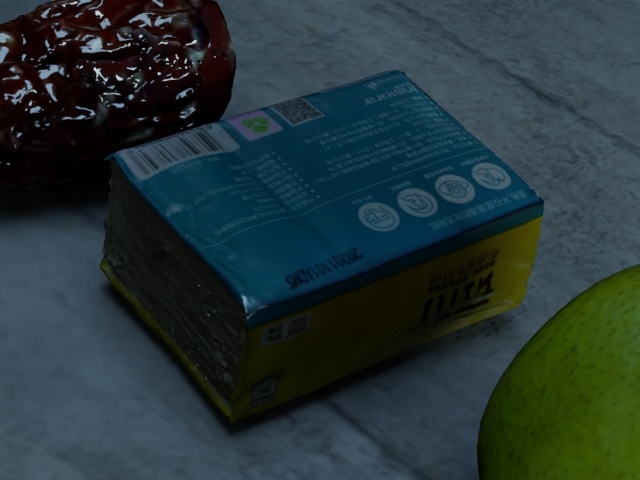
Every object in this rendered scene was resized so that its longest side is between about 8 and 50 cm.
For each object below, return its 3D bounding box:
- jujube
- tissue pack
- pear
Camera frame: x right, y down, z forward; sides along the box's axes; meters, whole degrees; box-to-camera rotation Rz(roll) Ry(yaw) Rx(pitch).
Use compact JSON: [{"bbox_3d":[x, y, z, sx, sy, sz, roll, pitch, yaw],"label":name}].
[{"bbox_3d":[-0.122,-0.074,0.861,0.166,0.104,0.104,-12,44,-19],"label":"jujube"},{"bbox_3d":[0.000,0.000,0.807,0.169,0.082,0.120,-20,49,-33],"label":"tissue pack"},{"bbox_3d":[0.120,0.099,0.675,0.216,0.166,0.180,-9,52,10],"label":"pear"}]
